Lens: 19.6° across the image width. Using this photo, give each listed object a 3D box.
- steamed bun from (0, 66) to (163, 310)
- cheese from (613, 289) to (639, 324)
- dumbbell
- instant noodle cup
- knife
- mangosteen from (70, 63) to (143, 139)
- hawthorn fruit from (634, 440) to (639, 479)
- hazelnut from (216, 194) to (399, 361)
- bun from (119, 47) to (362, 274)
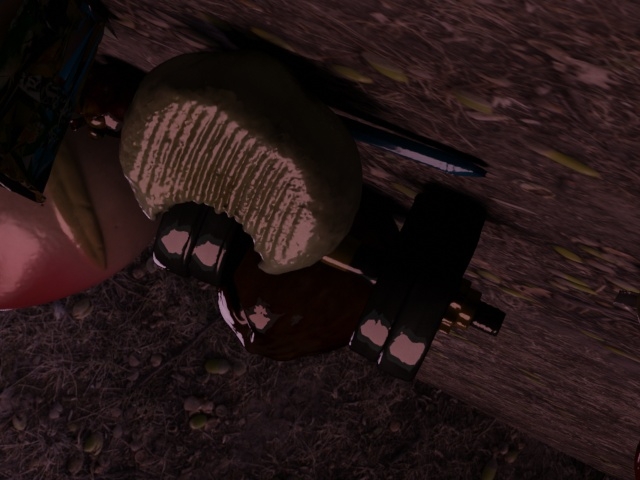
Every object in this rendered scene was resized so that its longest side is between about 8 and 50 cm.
[{"bbox_3d":[-0.319,-0.057,2.075,0.309,0.309,0.309,25,174,3],"label":"steamed bun"},{"bbox_3d":[0.330,0.071,1.575,0.163,0.082,0.286,28,174,-20],"label":"cheese"},{"bbox_3d":[0.000,0.000,1.803,0.388,0.185,0.185,25,174,4],"label":"dumbbell"},{"bbox_3d":[-0.308,-0.162,1.650,0.240,0.178,0.240,25,174,3],"label":"instant noodle cup"},{"bbox_3d":[0.010,-0.106,1.607,0.296,0.026,0.044,20,175,18],"label":"knife"},{"bbox_3d":[-0.213,-0.141,1.912,0.081,0.081,0.081,25,174,3],"label":"mangosteen"},{"bbox_3d":[0.463,0.276,2.198,0.210,0.210,0.262,18,165,46],"label":"hawthorn fruit"},{"bbox_3d":[-0.009,0.039,2.016,0.218,0.218,0.234,22,165,25],"label":"hazelnut"},{"bbox_3d":[-0.061,-0.075,1.559,0.212,0.126,0.204,46,135,-10],"label":"bun"}]
